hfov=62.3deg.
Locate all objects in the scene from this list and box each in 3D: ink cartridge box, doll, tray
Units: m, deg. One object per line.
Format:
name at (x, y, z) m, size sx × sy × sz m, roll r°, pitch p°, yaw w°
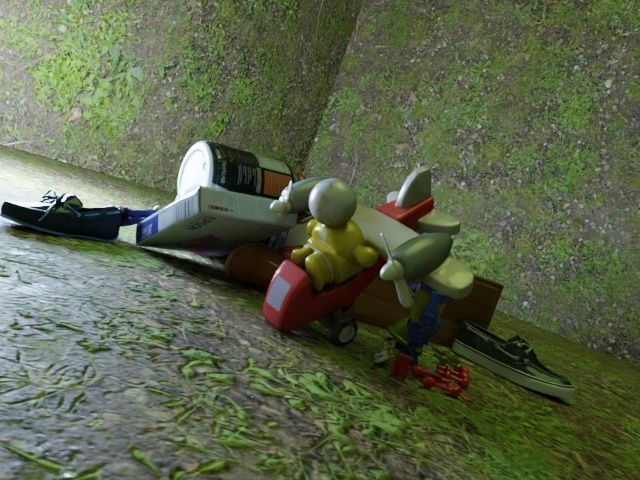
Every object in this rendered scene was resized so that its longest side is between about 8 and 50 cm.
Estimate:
ink cartridge box at (-0.218, -0.028, 1.258) m, size 0.330 × 0.071 × 0.324 m, roll 10°, pitch -20°, yaw -38°
doll at (-0.489, -0.055, 1.276) m, size 0.189 × 0.046 × 0.129 m, roll -1°, pitch -23°, yaw -38°
ink cartridge box at (0.000, 0.000, 1.518) m, size 0.100 × 0.237 × 0.172 m, roll -4°, pitch -32°, yaw 42°
tray at (0.263, 0.148, 1.386) m, size 0.411 × 0.202 × 0.076 m, roll 18°, pitch 4°, yaw -18°

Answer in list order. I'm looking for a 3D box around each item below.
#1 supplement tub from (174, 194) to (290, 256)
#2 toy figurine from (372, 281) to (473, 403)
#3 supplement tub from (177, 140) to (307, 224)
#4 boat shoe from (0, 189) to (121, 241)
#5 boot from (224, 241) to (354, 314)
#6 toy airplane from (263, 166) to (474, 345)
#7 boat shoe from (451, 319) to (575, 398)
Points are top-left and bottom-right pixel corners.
supplement tub at (-0.251, -0.049, 1.572) m, size 0.338 × 0.207 × 0.207 m, roll 18°, pitch 4°, yaw -37°
toy figurine at (0.243, 0.153, 1.075) m, size 0.191 × 0.217 × 0.362 m, roll 20°, pitch 4°, yaw 11°
supplement tub at (-0.191, -0.132, 1.378) m, size 0.316 × 0.193 × 0.193 m, roll 10°, pitch 9°, yaw -40°
boat shoe at (-0.539, -0.061, 1.116) m, size 0.109 × 0.089 × 0.258 m, roll 21°, pitch 3°, yaw 25°
boot at (-0.069, 0.103, 1.246) m, size 0.220 × 0.109 × 0.283 m, roll 28°, pitch 1°, yaw 40°
toy airplane at (0.078, -0.021, 1.003) m, size 0.386 × 0.384 × 0.272 m, roll -12°, pitch -46°, yaw 20°
boat shoe at (0.472, 0.281, 1.289) m, size 0.301 × 0.102 × 0.108 m, roll 22°, pitch 4°, yaw 39°
